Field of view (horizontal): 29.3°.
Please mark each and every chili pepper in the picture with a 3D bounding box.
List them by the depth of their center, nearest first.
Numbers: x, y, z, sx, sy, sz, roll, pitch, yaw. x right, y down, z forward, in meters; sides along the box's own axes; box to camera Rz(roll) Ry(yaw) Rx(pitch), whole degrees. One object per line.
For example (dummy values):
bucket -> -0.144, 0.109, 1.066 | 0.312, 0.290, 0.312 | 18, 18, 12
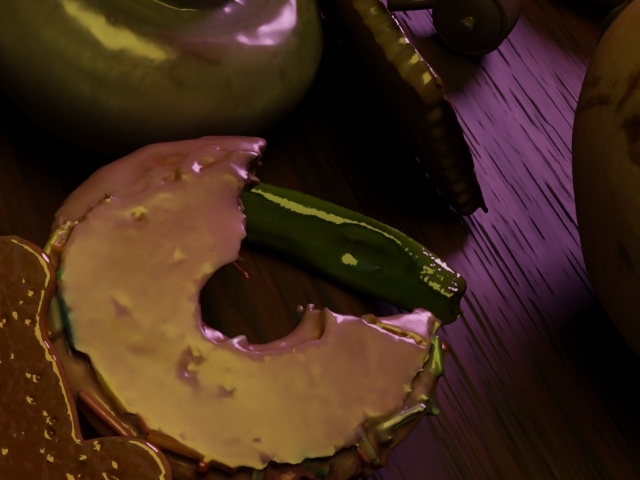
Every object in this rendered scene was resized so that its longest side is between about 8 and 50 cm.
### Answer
chili pepper -> 0.000, 0.000, 0.791 | 0.202, 0.050, 0.052 | 21, 83, 2

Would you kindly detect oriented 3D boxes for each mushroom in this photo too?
mushroom -> -0.102, -0.178, 0.792 | 0.243, 0.243, 0.243 | 12, 45, -12

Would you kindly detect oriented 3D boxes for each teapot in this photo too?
teapot -> 0.111, -0.204, 1.014 | 0.110, 0.085, 0.080 | 15, 39, 20

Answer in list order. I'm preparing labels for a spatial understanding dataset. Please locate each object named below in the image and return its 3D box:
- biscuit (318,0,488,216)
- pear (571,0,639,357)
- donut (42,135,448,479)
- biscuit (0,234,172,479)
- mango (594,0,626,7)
biscuit -> 0.037, -0.139, 0.871 | 0.029, 0.172, 0.254 | -31, 58, 0
pear -> 0.305, -0.036, 0.777 | 0.309, 0.309, 0.309 | 12, 45, -12
donut -> -0.057, 0.053, 0.682 | 0.199, 0.085, 0.233 | -30, 69, -33
biscuit -> -0.153, 0.130, 0.578 | 0.165, 0.036, 0.250 | -28, 75, -10
mango -> 0.248, -0.283, 1.130 | 0.130, 0.092, 0.194 | -22, 55, -35
